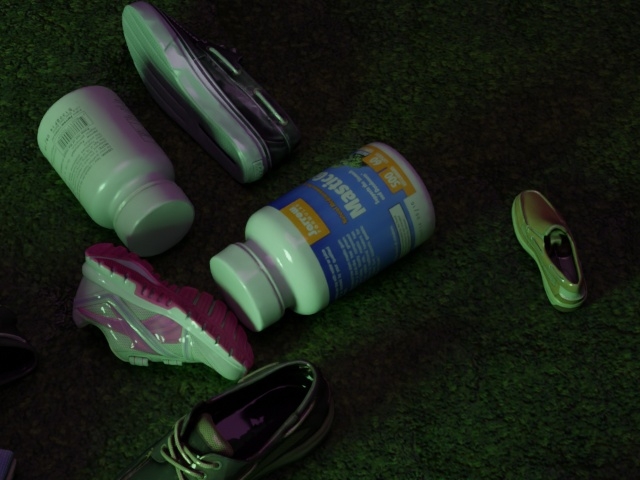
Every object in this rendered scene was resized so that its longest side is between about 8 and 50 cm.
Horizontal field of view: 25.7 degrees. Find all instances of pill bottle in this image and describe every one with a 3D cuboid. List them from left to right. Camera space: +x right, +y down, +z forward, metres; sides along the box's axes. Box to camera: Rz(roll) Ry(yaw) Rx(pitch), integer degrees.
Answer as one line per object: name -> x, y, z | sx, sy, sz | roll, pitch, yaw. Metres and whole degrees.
pill bottle -> -0.270, -0.090, 1.882 | 0.131, 0.131, 0.229 | -30, 59, -18
pill bottle -> 0.000, 0.000, 1.799 | 0.272, 0.152, 0.152 | -32, 60, -20

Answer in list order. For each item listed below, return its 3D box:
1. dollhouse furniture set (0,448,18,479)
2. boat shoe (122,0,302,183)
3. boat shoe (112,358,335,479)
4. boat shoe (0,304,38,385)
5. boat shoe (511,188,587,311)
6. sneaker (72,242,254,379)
dollhouse furniture set -> -0.486, 0.242, 1.613 | 0.303, 0.198, 0.286 | 9, 56, 7
boat shoe -> -0.155, -0.220, 1.996 | 0.119, 0.121, 0.335 | -29, 70, -27
boat shoe -> -0.138, 0.246, 1.641 | 0.355, 0.130, 0.132 | -37, 62, -22
boat shoe -> -0.448, 0.140, 1.643 | 0.095, 0.112, 0.335 | 39, 19, 14
boat shoe -> 0.306, -0.001, 1.840 | 0.068, 0.072, 0.190 | -16, 56, -10
sneaker -> -0.202, 0.110, 1.768 | 0.252, 0.111, 0.103 | 32, 19, 3
